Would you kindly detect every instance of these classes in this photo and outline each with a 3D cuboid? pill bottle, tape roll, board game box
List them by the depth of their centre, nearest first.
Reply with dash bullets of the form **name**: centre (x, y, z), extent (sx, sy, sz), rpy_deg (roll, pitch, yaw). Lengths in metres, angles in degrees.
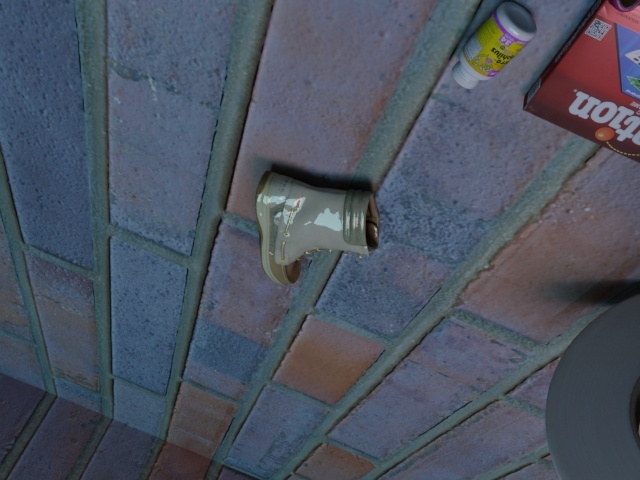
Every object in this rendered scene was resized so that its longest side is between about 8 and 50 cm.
- **board game box**: centre (0.357, -0.124, 0.585), extent (0.281, 0.027, 0.145), rpy_deg (23, 144, -2)
- **pill bottle**: centre (0.164, -0.184, 0.590), extent (0.043, 0.043, 0.083), rpy_deg (30, 143, -11)
- **tape roll**: centre (0.448, 0.209, 0.655), extent (0.392, 0.392, 0.072), rpy_deg (-3, 136, 29)

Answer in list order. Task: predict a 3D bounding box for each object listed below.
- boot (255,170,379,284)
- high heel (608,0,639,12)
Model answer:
- **boot**: centre (0.000, 0.000, 0.874), extent (0.165, 0.077, 0.213), rpy_deg (10, 139, 13)
- **high heel**: centre (0.244, -0.271, 0.382), extent (0.082, 0.117, 0.244), rpy_deg (21, 143, 2)
